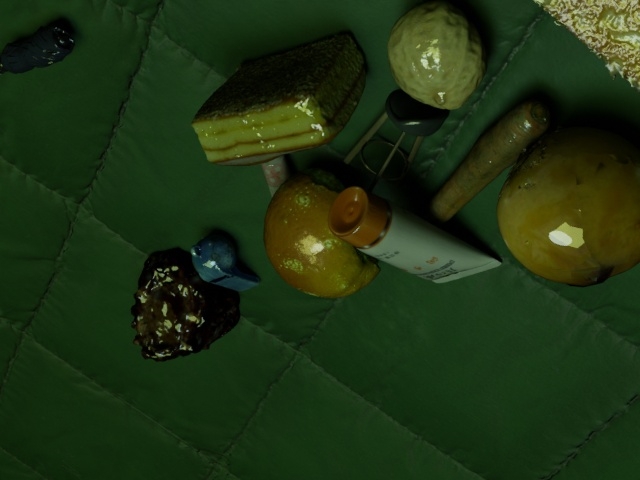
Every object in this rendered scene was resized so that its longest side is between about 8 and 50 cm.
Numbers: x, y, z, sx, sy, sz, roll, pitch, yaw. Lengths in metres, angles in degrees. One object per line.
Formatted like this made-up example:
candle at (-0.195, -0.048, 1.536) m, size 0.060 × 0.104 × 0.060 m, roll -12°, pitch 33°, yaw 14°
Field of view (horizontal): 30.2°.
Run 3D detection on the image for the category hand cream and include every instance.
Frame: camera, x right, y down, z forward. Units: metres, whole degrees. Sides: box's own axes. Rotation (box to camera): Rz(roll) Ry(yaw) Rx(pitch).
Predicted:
hand cream at (-0.062, -0.078, 2.035) m, size 0.067 × 0.043 × 0.209 m, roll 0°, pitch 133°, yaw 22°
hand cream at (0.143, 0.005, 1.900) m, size 0.314 × 0.089 × 0.140 m, roll 21°, pitch 150°, yaw -39°

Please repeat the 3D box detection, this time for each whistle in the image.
whistle at (-0.183, 0.036, 2.184) m, size 0.090 × 0.090 × 0.158 m, roll -12°, pitch 160°, yaw 36°

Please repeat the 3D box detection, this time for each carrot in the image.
carrot at (0.243, -0.110, 1.818) m, size 0.070 × 0.070 × 0.342 m, roll 37°, pitch 141°, yaw -4°

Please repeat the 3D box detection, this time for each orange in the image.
orange at (-0.003, 0.005, 1.960) m, size 0.179 × 0.158 × 0.237 m, roll 26°, pitch 154°, yaw 33°

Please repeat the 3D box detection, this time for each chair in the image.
chair at (0.111, -0.154, 1.836) m, size 0.095 × 0.104 × 0.221 m, roll 48°, pitch 139°, yaw 10°

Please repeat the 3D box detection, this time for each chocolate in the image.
chocolate at (-0.287, 0.147, 2.261) m, size 0.224 × 0.177 × 0.206 m, roll -8°, pitch 123°, yaw 33°

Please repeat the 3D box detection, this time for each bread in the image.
bread at (-0.057, -0.208, 1.814) m, size 0.234 × 0.184 × 0.110 m, roll -9°, pitch 126°, yaw 37°

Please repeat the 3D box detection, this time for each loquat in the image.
loquat at (0.367, -0.047, 1.681) m, size 0.235 × 0.235 × 0.235 m, roll 16°, pitch 133°, yaw 17°

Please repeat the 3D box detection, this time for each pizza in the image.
pizza at (0.408, -0.338, 1.516) m, size 0.288 × 0.074 × 0.251 m, roll 42°, pitch 136°, yaw -10°

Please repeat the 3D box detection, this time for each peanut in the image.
peanut at (0.167, -0.262, 1.692) m, size 0.141 × 0.109 × 0.159 m, roll -6°, pitch 121°, yaw 50°

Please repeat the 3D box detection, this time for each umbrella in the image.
umbrella at (-0.513, -0.321, 2.070) m, size 0.248 × 0.071 × 0.071 m, roll -15°, pitch 118°, yaw 42°
